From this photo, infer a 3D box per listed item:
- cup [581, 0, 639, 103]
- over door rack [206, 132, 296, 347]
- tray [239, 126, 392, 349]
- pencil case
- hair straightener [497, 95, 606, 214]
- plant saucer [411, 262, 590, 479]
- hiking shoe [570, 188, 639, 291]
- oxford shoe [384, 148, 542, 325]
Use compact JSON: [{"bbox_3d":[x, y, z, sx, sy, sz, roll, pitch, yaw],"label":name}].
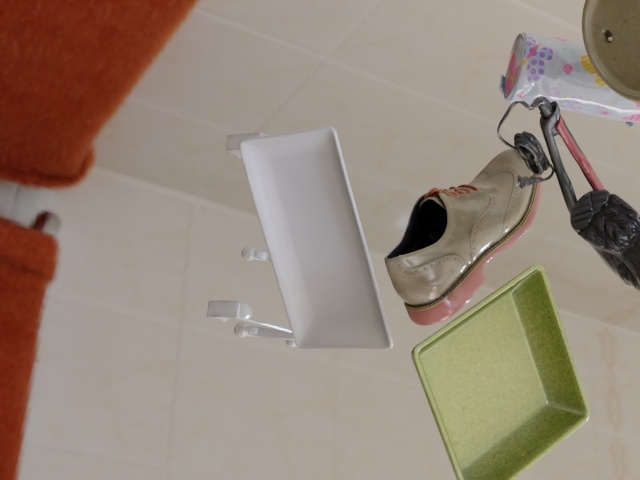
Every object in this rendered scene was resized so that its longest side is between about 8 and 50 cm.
[{"bbox_3d":[0.473,-0.289,1.454,0.331,0.237,0.331,41,-36,38],"label":"cup"},{"bbox_3d":[-0.075,0.010,1.559,0.108,0.324,0.240,1,-102,20],"label":"over door rack"},{"bbox_3d":[0.000,0.000,1.342,0.145,0.030,0.271,-3,-71,39],"label":"tray"},{"bbox_3d":[0.422,-0.246,1.787,0.124,0.273,0.114,113,-12,-72],"label":"pencil case"},{"bbox_3d":[0.267,-0.083,1.335,0.089,0.230,0.047,-28,-136,14],"label":"hair straightener"},{"bbox_3d":[0.176,0.144,1.165,0.045,0.188,0.188,5,-60,56],"label":"plant saucer"},{"bbox_3d":[0.391,0.028,1.323,0.086,0.114,0.227,-46,-107,10],"label":"hiking shoe"},{"bbox_3d":[0.212,-0.039,1.650,0.123,0.130,0.348,-8,-145,45],"label":"oxford shoe"}]
